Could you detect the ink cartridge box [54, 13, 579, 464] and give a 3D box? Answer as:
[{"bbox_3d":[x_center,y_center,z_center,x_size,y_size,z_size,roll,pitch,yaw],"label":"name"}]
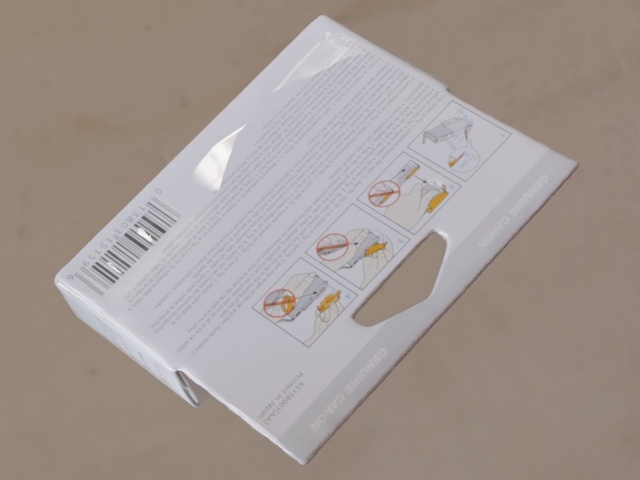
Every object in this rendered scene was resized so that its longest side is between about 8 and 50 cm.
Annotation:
[{"bbox_3d":[0.000,0.000,1.135,0.239,0.275,0.060,34,161,30],"label":"ink cartridge box"}]
